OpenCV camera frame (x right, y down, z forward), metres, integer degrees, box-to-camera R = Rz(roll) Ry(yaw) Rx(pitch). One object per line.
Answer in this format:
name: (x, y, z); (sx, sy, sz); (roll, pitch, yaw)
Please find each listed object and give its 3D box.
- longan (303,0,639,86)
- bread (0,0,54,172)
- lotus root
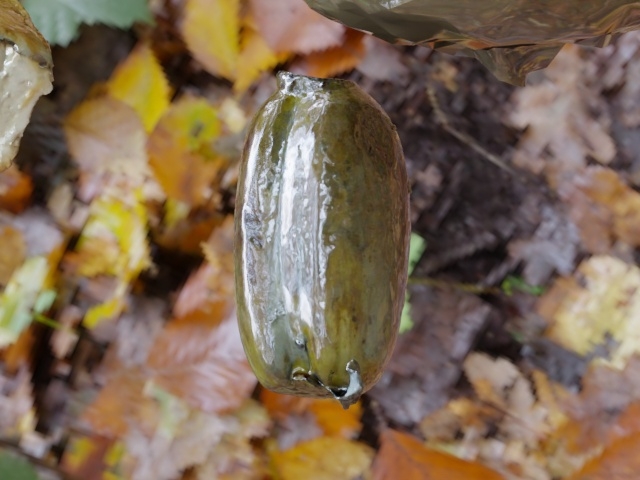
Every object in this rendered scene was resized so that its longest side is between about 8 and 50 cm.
longan: (0.122, -0.282, 1.049); (0.391, 0.391, 0.391); (-20, 57, 34)
bread: (-0.158, -0.066, 0.704); (0.076, 0.083, 0.070); (-58, 37, 20)
lotus root: (0.000, 0.000, 1.266); (0.124, 0.123, 0.241); (1, 83, 16)
